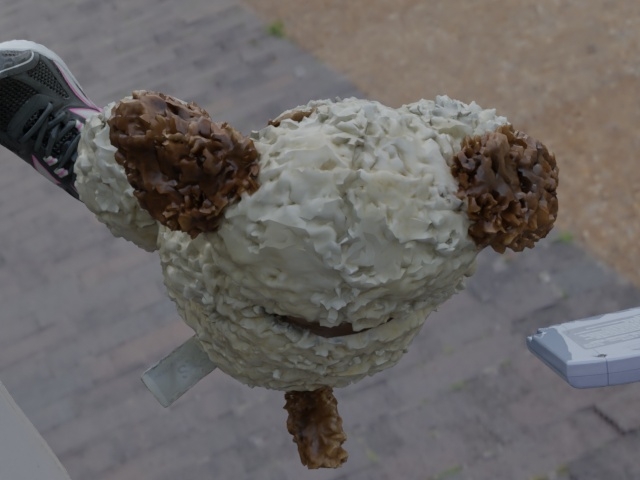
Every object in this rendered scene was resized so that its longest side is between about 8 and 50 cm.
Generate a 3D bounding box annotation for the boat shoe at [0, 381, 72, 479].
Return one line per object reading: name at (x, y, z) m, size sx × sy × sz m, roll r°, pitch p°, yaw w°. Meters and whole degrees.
boat shoe at (-0.216, 0.114, 0.686) m, size 0.158 × 0.340 × 0.127 m, roll -8°, pitch 18°, yaw 38°

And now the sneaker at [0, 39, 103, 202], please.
sneaker at (-0.158, -0.065, 0.958) m, size 0.072 × 0.178 × 0.077 m, roll -51°, pitch 59°, yaw 6°

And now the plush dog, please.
plush dog at (0.000, 0.000, 0.787) m, size 0.263 × 0.210 × 0.225 m, roll 0°, pitch -18°, yaw -7°

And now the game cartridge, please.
game cartridge at (0.143, 0.047, 0.683) m, size 0.083 × 0.017 × 0.056 m, roll -11°, pitch 14°, yaw -12°
